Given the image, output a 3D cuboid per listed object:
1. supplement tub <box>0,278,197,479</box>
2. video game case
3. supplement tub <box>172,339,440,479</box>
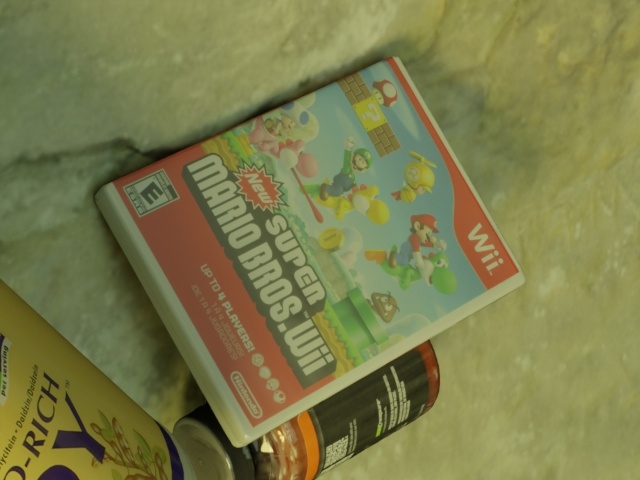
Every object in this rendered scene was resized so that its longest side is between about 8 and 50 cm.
[{"bbox_3d":[-0.250,0.124,1.092,0.331,0.241,0.241,48,68,-37],"label":"supplement tub"},{"bbox_3d":[0.000,0.000,1.366,0.285,0.025,0.204,-27,85,-35],"label":"video game case"},{"bbox_3d":[-0.013,0.121,1.389,0.198,0.106,0.106,-26,114,-35],"label":"supplement tub"}]
